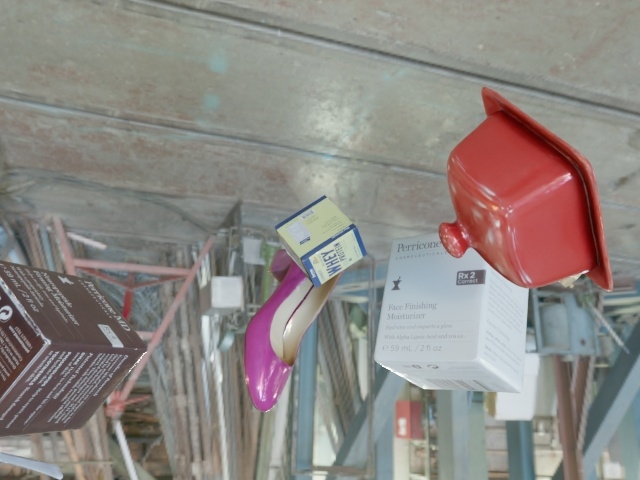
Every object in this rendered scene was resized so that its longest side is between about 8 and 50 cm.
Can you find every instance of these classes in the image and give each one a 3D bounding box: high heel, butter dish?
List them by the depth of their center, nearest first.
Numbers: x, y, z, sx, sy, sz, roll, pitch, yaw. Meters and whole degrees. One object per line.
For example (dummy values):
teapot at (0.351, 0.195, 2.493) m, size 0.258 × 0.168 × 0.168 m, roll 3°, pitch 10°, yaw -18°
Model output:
butter dish at (0.158, -0.025, 0.526) m, size 0.118 × 0.160 × 0.160 m, roll -30°, pitch 129°, yaw 1°
high heel at (-0.041, 0.156, 1.225) m, size 0.181 × 0.377 × 0.127 m, roll -11°, pitch 146°, yaw 30°

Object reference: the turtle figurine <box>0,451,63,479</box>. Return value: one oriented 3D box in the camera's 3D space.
turtle figurine at (-0.393, 0.167, 0.548) m, size 0.275 × 0.266 × 0.198 m, roll -31°, pitch 174°, yaw 13°

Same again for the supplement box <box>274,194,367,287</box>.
supplement box at (0.000, 0.000, 0.791) m, size 0.083 × 0.083 × 0.056 m, roll -33°, pitch 135°, yaw -9°

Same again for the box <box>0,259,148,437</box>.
box at (-0.393, 0.150, 0.838) m, size 0.168 × 0.167 × 0.203 m, roll 42°, pitch -175°, yaw 23°

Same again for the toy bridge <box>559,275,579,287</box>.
toy bridge at (0.352, 0.012, 1.021) m, size 0.026 × 0.188 × 0.063 m, roll -36°, pitch 164°, yaw -29°

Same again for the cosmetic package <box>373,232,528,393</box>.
cosmetic package at (0.185, 0.099, 0.830) m, size 0.151 × 0.183 × 0.151 m, roll -9°, pitch 149°, yaw 37°
